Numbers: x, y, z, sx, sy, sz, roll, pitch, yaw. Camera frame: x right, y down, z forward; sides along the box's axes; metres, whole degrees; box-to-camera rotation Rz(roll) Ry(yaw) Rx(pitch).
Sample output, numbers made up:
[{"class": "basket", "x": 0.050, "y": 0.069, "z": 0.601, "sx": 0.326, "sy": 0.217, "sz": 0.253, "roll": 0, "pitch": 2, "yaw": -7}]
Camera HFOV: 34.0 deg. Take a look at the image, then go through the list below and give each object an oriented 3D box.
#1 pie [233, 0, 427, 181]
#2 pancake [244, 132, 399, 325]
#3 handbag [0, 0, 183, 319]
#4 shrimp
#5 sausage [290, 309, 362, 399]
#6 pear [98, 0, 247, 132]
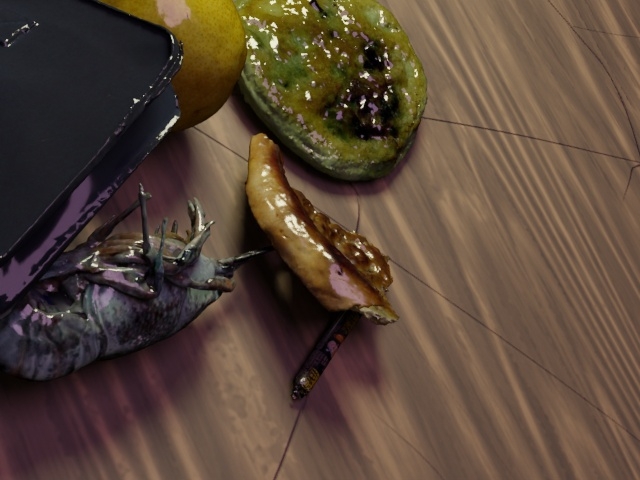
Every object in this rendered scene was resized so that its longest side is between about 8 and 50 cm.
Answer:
[{"class": "pie", "x": 0.018, "y": -0.219, "z": 1.404, "sx": 0.323, "sy": 0.070, "sz": 0.323, "roll": 17, "pitch": 56, "yaw": -27}, {"class": "pancake", "x": 0.000, "y": 0.000, "z": 1.212, "sx": 0.257, "sy": 0.056, "sz": 0.212, "roll": 37, "pitch": 23, "yaw": -11}, {"class": "handbag", "x": -0.311, "y": -0.103, "z": 0.966, "sx": 0.269, "sy": 0.118, "sz": 0.325, "roll": 28, "pitch": 56, "yaw": 13}, {"class": "shrimp", "x": -0.172, "y": 0.028, "z": 1.043, "sx": 0.372, "sy": 0.172, "sz": 0.137, "roll": -33, "pitch": 86, "yaw": -45}, {"class": "sausage", "x": 0.016, "y": 0.116, "z": 1.222, "sx": 0.028, "sy": 0.025, "sz": 0.198, "roll": 54, "pitch": 46, "yaw": -15}, {"class": "pear", "x": -0.182, "y": -0.218, "z": 1.169, "sx": 0.209, "sy": 0.209, "sz": 0.208, "roll": 18, "pitch": 54, "yaw": -26}]
